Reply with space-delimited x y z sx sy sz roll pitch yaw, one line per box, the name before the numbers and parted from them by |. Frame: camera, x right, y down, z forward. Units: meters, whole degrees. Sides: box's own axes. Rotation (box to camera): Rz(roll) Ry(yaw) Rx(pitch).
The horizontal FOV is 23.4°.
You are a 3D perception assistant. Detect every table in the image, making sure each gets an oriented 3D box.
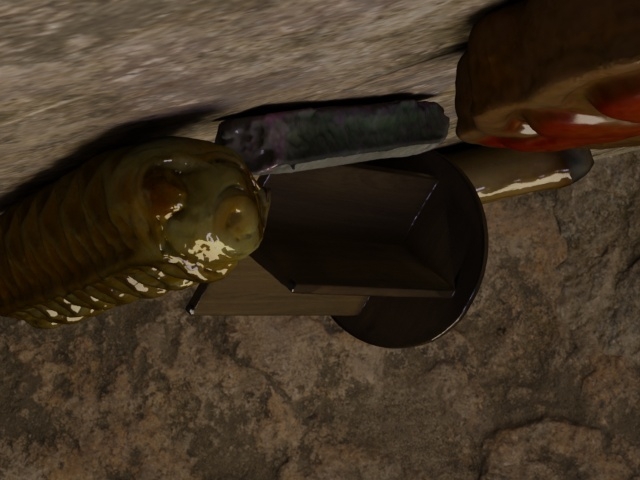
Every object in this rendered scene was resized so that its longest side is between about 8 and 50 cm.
table | 0.000 0.000 1.153 0.167 0.167 0.227 -14 170 33

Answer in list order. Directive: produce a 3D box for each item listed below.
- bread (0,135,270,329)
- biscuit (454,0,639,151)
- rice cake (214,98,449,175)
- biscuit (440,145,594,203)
bread | -0.129 0.001 0.896 0.084 0.077 0.367 15 167 -22
biscuit | 0.238 -0.094 0.701 0.359 0.074 0.381 -11 -179 -13
rice cake | 0.013 -0.061 0.886 0.047 0.036 0.207 0 -173 34
biscuit | 0.130 -0.057 1.561 0.291 0.062 0.237 -14 179 10
